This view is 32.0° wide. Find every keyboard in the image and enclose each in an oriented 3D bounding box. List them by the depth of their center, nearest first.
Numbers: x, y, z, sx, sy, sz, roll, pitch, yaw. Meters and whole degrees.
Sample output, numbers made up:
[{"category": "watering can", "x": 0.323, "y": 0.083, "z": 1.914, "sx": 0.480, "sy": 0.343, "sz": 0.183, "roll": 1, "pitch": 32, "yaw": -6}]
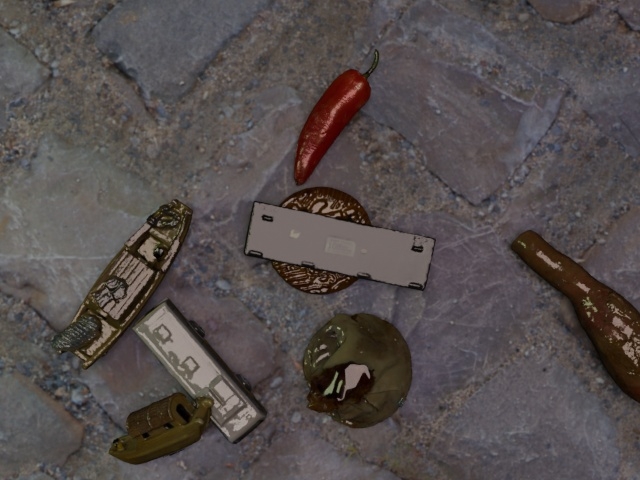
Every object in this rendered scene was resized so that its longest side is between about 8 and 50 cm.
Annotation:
[{"category": "keyboard", "x": 0.033, "y": 0.006, "z": 1.889, "sx": 0.317, "sy": 0.027, "sz": 0.106, "roll": 12, "pitch": 89, "yaw": -3}]

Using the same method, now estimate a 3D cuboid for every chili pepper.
[{"category": "chili pepper", "x": 0.023, "y": -0.216, "z": 1.912, "sx": 0.071, "sy": 0.063, "sz": 0.272, "roll": 34, "pitch": 88, "yaw": 10}]

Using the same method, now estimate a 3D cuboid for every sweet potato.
[{"category": "sweet potato", "x": 0.482, "y": 0.127, "z": 1.912, "sx": 0.109, "sy": 0.109, "sz": 0.385, "roll": -37, "pitch": 85, "yaw": -5}]

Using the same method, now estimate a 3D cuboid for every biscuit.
[{"category": "biscuit", "x": 0.000, "y": 0.000, "z": 1.914, "sx": 0.187, "sy": 0.027, "sz": 0.188, "roll": 0, "pitch": 88, "yaw": -5}]

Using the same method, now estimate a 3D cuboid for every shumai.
[{"category": "shumai", "x": 0.060, "y": 0.219, "z": 1.863, "sx": 0.201, "sy": 0.120, "sz": 0.201, "roll": 0, "pitch": 87, "yaw": -1}]

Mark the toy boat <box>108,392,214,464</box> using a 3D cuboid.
[{"category": "toy boat", "x": -0.264, "y": 0.304, "z": 1.808, "sx": 0.226, "sy": 0.068, "sz": 0.088, "roll": -26, "pitch": 115, "yaw": 34}]

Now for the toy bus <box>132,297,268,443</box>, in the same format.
[{"category": "toy bus", "x": -0.198, "y": 0.218, "z": 1.848, "sx": 0.092, "sy": 0.106, "sz": 0.268, "roll": -40, "pitch": 92, "yaw": -2}]

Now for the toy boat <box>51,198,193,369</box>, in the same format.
[{"category": "toy boat", "x": -0.319, "y": 0.069, "z": 1.840, "sx": 0.089, "sy": 0.121, "sz": 0.321, "roll": 36, "pitch": 85, "yaw": 3}]
